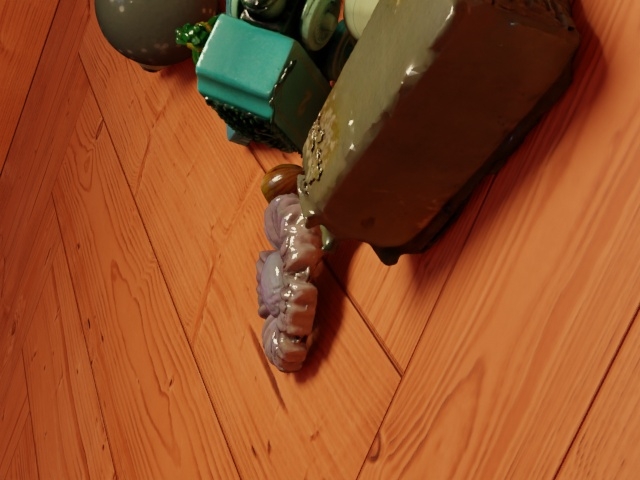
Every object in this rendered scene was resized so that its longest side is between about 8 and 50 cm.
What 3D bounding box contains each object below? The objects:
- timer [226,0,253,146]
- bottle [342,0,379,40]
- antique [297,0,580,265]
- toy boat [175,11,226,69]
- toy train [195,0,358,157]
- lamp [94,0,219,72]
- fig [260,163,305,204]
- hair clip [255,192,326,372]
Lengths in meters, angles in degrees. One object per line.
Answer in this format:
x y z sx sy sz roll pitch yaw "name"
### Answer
-0.083 -0.243 1.564 0.232 0.091 0.250 168 114 -81 "timer"
0.085 -0.203 1.207 0.072 0.072 0.201 -71 21 6 "bottle"
0.082 -0.106 1.072 0.284 0.125 0.150 -58 26 35 "antique"
-0.148 -0.263 1.754 0.229 0.088 0.089 -143 73 -77 "toy boat"
-0.041 -0.180 1.345 0.163 0.112 0.203 -65 -21 -6 "toy train"
-0.234 -0.345 2.003 0.314 0.182 0.182 4 -77 -87 "lamp"
-0.028 -0.067 1.430 0.083 0.050 0.050 -38 37 26 "fig"
-0.006 -0.003 1.289 0.300 0.069 0.173 -58 27 34 "hair clip"
